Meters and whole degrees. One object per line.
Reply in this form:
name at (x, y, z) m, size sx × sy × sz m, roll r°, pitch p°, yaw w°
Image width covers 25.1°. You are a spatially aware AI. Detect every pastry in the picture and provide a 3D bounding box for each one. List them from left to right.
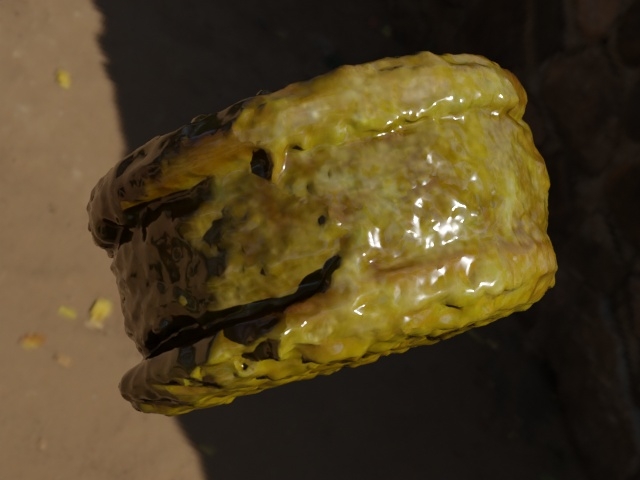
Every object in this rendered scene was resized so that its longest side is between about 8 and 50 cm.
pastry at (0.000, 0.000, 0.571) m, size 0.188 × 0.188 × 0.103 m, roll -9°, pitch 79°, yaw -49°
